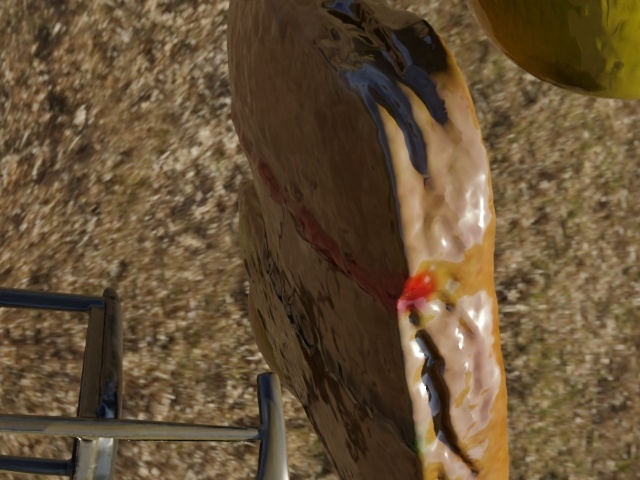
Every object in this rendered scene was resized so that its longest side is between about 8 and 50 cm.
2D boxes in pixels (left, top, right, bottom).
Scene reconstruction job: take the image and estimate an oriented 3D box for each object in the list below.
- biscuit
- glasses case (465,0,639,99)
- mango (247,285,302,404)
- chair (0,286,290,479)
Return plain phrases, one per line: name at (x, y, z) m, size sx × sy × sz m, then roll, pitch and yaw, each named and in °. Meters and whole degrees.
biscuit at (-0.002, 0.001, 0.498) m, size 0.052 × 0.262 × 0.277 m, roll -19°, pitch 130°, yaw -12°
glasses case at (0.208, -0.183, 0.363) m, size 0.371 × 0.173 × 0.141 m, roll -19°, pitch 133°, yaw 0°
mango at (0.020, 0.069, 0.855) m, size 0.138 × 0.253 × 0.113 m, roll 1°, pitch 49°, yaw 9°
chair at (-0.164, 0.144, 0.801) m, size 0.272 × 0.166 × 0.188 m, roll 7°, pitch 118°, yaw -13°
